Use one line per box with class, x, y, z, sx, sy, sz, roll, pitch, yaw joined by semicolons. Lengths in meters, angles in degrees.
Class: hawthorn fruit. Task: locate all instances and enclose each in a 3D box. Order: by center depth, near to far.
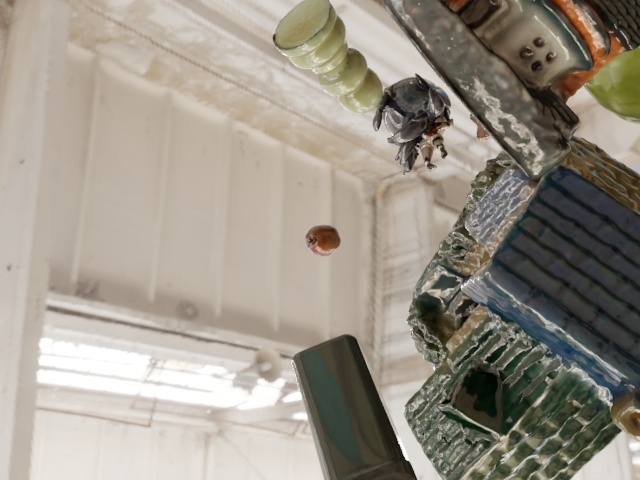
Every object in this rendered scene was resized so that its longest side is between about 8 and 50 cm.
hawthorn fruit;0.003;-0.001;1.816;0.077;0.077;0.077;25;-124;-43

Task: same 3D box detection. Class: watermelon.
watermelon;0.406;-0.246;1.809;0.101;0.155;0.080;36;-129;-24

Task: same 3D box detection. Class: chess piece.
chess piece;0.030;-0.332;1.604;0.243;0.133;0.133;43;-136;-41

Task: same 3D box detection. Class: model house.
model house;0.241;-0.258;0.856;0.271;0.301;0.190;49;-168;-9
model house;0.307;0.127;1.161;0.395;0.445;0.400;37;-150;1

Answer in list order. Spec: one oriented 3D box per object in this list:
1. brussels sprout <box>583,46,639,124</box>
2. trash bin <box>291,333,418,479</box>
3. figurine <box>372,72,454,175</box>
brussels sprout;0.430;-0.298;1.029;0.243;0.274;0.316;-10;-79;-19
trash bin;0.050;0.246;0.959;0.176;0.101;0.236;63;-175;-50
figurine;0.217;-0.269;1.901;0.197;0.175;0.265;60;-168;-11
